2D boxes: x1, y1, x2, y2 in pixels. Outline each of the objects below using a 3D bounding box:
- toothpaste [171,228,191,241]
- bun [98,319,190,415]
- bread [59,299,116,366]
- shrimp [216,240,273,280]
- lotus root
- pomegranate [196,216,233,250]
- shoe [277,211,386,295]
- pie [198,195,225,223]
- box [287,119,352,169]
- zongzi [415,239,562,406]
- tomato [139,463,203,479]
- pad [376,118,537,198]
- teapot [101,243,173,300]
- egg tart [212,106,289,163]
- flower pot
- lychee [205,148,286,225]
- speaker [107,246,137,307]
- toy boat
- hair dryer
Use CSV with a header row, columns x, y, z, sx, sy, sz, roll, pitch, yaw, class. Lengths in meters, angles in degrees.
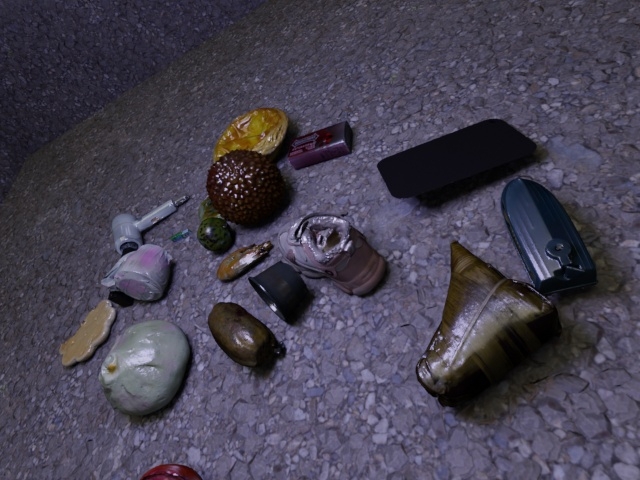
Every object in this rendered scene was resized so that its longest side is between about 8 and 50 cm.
x,y,z,sx,sy,sz,roll,pitch,yaw,class
-0.533,-0.019,1.535,0.083,0.020,0.017,-24,50,15,toothpaste
-0.523,0.347,1.150,0.283,0.179,0.283,-18,47,21,bun
-0.828,0.341,1.441,0.182,0.039,0.250,28,75,41,bread
-0.249,0.053,1.287,0.217,0.051,0.115,-31,45,12,shrimp
-0.214,0.249,1.067,0.241,0.124,0.123,24,62,40,lotus root
-0.369,-0.015,1.372,0.161,0.122,0.122,-28,42,44,pomegranate
0.001,-0.003,1.067,0.351,0.198,0.171,19,68,39,shoe
-0.389,-0.131,1.513,0.187,0.041,0.186,-17,51,22,pie
-0.002,-0.332,1.403,0.224,0.069,0.120,-11,53,27,box
0.277,0.152,0.823,0.286,0.134,0.288,-37,47,0,zongzi
-0.324,0.588,0.910,0.173,0.099,0.189,-8,93,13,tomato
0.361,-0.188,1.069,0.376,0.063,0.314,-20,35,8,pad
-0.623,0.114,1.411,0.222,0.163,0.178,-26,35,32,teapot
-0.257,-0.371,1.546,0.342,0.132,0.341,-16,50,20,egg tart
-0.105,0.128,1.080,0.107,0.157,0.157,-40,45,-16,flower pot
-0.253,-0.181,1.315,0.268,0.267,0.267,-17,50,21,lychee
-0.719,0.134,1.495,0.044,0.082,0.218,-18,49,20,speaker
0.460,-0.022,0.847,0.114,0.122,0.296,-16,50,14,toy boat
-0.683,-0.091,1.640,0.357,0.107,0.173,-34,49,-2,hair dryer
